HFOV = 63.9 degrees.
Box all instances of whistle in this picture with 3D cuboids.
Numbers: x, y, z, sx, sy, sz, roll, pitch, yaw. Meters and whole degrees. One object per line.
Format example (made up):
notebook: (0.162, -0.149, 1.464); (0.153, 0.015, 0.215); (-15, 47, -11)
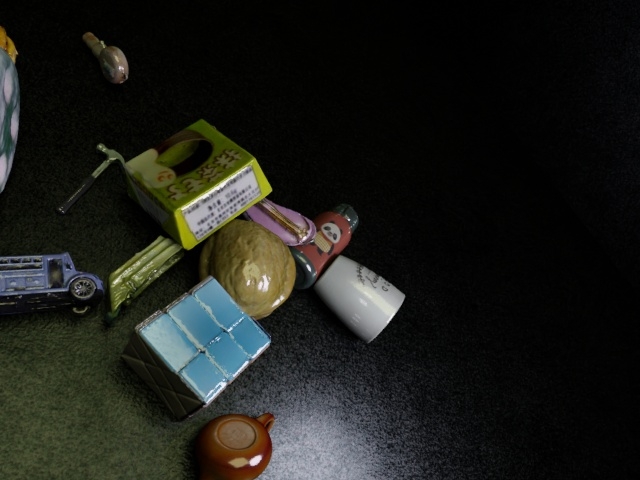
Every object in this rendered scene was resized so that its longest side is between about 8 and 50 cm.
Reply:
whistle: (-0.653, -0.557, 1.560); (0.057, 0.107, 0.220); (-27, 66, -42)

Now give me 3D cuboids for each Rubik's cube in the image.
Rubik's cube: (-0.297, 0.257, 1.225); (0.231, 0.221, 0.225); (48, 51, 1)

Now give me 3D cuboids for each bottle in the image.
bottle: (0.000, 0.000, 1.600); (0.144, 0.144, 0.336); (45, 49, -1)

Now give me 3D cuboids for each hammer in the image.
hammer: (-0.623, -0.157, 1.393); (0.103, 0.029, 0.246); (33, 54, -10)

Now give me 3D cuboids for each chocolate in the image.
chocolate: (-0.338, -0.166, 1.385); (0.301, 0.137, 0.289); (-39, 60, -22)

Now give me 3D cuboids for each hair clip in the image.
hair clip: (-0.164, -0.090, 1.528); (0.359, 0.095, 0.110); (42, 30, 20)

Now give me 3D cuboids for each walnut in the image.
walnut: (-0.197, 0.076, 1.383); (0.283, 0.227, 0.282); (8, 57, -12)

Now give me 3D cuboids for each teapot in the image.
teapot: (-0.196, 0.497, 1.224); (0.178, 0.135, 0.252); (29, 26, 24)

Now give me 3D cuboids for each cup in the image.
cup: (0.118, 0.156, 1.579); (0.234, 0.186, 0.258); (40, 21, 5)

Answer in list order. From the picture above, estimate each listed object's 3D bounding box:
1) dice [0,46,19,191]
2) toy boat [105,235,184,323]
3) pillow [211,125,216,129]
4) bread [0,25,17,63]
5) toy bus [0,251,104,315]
dice: (-0.869, -0.269, 1.119); (0.331, 0.348, 0.327); (7, 60, -20)
toy boat: (-0.456, 0.082, 1.301); (0.084, 0.111, 0.276); (40, 52, -2)
pillow: (-0.340, -0.271, 1.592); (0.179, 0.075, 0.171); (48, 53, 4)
bread: (-0.939, -0.511, 1.346); (0.236, 0.120, 0.198); (25, 56, -16)
toy bus: (-0.654, 0.101, 1.166); (0.292, 0.125, 0.133); (-2, 65, -30)
